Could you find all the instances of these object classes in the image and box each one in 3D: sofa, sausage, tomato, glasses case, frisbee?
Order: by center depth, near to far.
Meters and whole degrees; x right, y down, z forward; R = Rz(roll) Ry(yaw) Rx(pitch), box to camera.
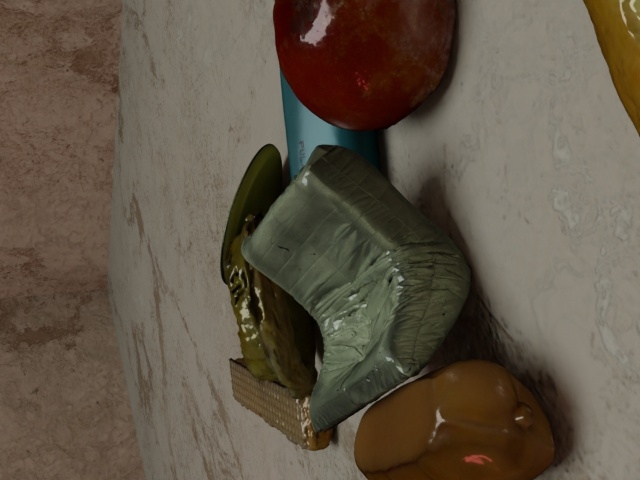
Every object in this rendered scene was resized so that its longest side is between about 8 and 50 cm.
[{"bbox_3d":[0.123,0.192,0.710,0.241,0.136,0.120,123,159,-59],"label":"sausage"},{"bbox_3d":[0.012,0.050,0.784,0.225,0.176,0.210,44,141,-1],"label":"sofa"},{"bbox_3d":[0.030,-0.236,0.785,0.200,0.139,0.233,3,94,44],"label":"tomato"},{"bbox_3d":[0.001,-0.210,0.933,0.117,0.070,0.301,-7,89,28],"label":"glasses case"},{"bbox_3d":[-0.105,-0.038,1.172,0.236,0.017,0.236,17,-90,-80],"label":"frisbee"}]

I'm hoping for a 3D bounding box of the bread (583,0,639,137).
[{"bbox_3d":[0.206,-0.245,0.399,0.237,0.165,0.376,121,137,-57],"label":"bread"}]

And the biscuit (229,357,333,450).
[{"bbox_3d":[-0.074,0.270,1.273,0.378,0.054,0.094,179,85,-66],"label":"biscuit"}]

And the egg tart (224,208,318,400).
[{"bbox_3d":[-0.076,0.097,1.073,0.279,0.094,0.279,-16,-90,-84],"label":"egg tart"}]
